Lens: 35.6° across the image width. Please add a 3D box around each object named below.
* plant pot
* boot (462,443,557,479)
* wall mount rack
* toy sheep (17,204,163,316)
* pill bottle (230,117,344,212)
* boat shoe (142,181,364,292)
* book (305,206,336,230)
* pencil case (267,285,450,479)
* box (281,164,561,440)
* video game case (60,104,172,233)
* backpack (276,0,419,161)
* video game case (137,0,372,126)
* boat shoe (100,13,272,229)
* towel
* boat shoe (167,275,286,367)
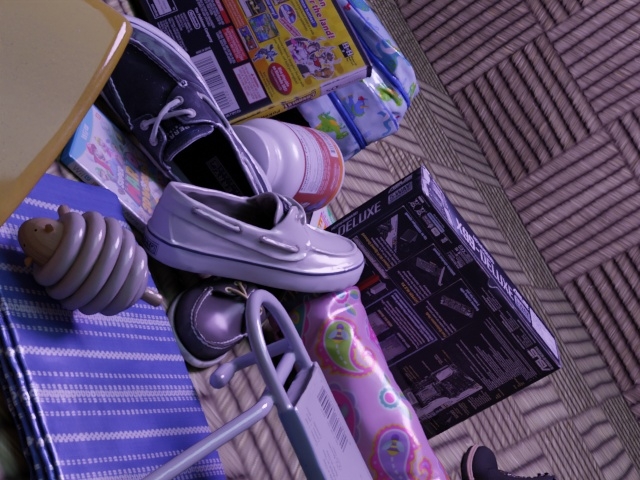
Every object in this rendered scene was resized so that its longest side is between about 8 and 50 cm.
[{"bbox_3d":[-0.282,-0.082,0.647,0.212,0.212,0.187,32,49,-31],"label":"plant pot"},{"bbox_3d":[0.279,0.345,1.407,0.077,0.137,0.198,48,21,-24],"label":"boot"},{"bbox_3d":[-0.040,0.232,0.829,0.350,0.130,0.304,65,15,-8],"label":"wall mount rack"},{"bbox_3d":[-0.184,0.019,0.808,0.132,0.091,0.091,26,33,-28],"label":"toy sheep"},{"bbox_3d":[-0.061,-0.096,1.309,0.121,0.121,0.216,61,21,11],"label":"pill bottle"},{"bbox_3d":[-0.057,-0.011,1.071,0.267,0.088,0.096,11,24,-29],"label":"boat shoe"},{"bbox_3d":[0.000,0.000,1.432,0.096,0.035,0.144,61,18,-18],"label":"book"},{"bbox_3d":[0.042,0.191,1.130,0.124,0.124,0.284,13,48,-62],"label":"pencil case"},{"bbox_3d":[0.119,0.096,1.261,0.307,0.242,0.076,49,22,-18],"label":"box"},{"bbox_3d":[-0.207,-0.066,1.081,0.166,0.015,0.119,45,23,-29],"label":"video game case"},{"bbox_3d":[-0.014,-0.288,1.509,0.290,0.273,0.356,64,8,-68],"label":"backpack"},{"bbox_3d":[-0.098,-0.294,1.359,0.035,0.248,0.275,90,-24,-70],"label":"video game case"},{"bbox_3d":[-0.158,-0.124,1.121,0.301,0.108,0.102,55,3,-15],"label":"boat shoe"},{"bbox_3d":[-0.202,0.083,0.856,0.243,0.040,0.336,15,48,-64],"label":"towel"},{"bbox_3d":[-0.094,0.065,1.067,0.081,0.068,0.228,55,20,-5],"label":"boat shoe"}]
